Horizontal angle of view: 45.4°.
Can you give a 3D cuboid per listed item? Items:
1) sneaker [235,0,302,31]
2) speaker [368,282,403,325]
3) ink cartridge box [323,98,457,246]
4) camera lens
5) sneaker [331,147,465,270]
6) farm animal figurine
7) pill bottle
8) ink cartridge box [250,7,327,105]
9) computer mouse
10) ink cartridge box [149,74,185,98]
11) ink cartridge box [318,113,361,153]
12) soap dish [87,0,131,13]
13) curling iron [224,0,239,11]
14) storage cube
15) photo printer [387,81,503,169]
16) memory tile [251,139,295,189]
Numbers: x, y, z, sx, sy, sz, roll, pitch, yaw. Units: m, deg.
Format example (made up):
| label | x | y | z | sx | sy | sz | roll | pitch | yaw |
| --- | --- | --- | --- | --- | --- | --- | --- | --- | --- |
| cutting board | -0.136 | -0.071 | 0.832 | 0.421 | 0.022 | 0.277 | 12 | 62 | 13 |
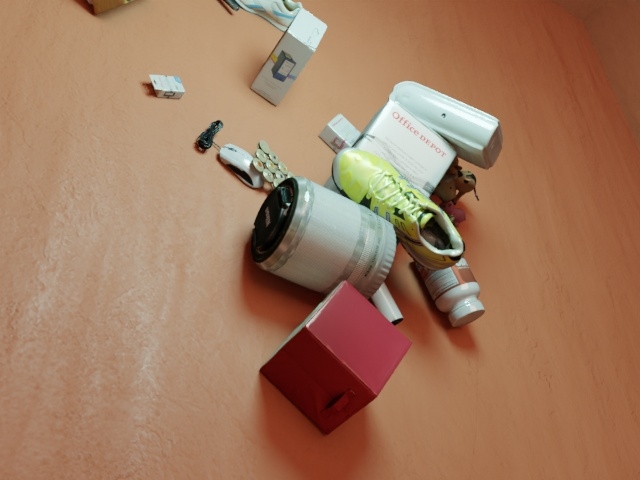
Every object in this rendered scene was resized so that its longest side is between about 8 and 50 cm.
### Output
| label | x | y | z | sx | sy | sz | roll | pitch | yaw |
| --- | --- | --- | --- | --- | --- | --- | --- | --- | --- |
| sneaker | -0.162 | -0.716 | 2.272 | 0.228 | 0.092 | 0.088 | 23 | 45 | -22 |
| speaker | 0.144 | 0.141 | 1.818 | 0.055 | 0.055 | 0.136 | -7 | 62 | -44 |
| ink cartridge box | 0.163 | -0.159 | 1.927 | 0.223 | 0.129 | 0.308 | 37 | 74 | -8 |
| camera lens | 0.000 | 0.000 | 1.688 | 0.274 | 0.219 | 0.220 | 24 | 43 | -23 |
| sneaker | 0.194 | -0.086 | 1.780 | 0.384 | 0.147 | 0.145 | 39 | 76 | -8 |
| farm animal figurine | 0.308 | -0.168 | 2.136 | 0.326 | 0.172 | 0.330 | 42 | 39 | -3 |
| pill bottle | 0.332 | 0.106 | 1.959 | 0.121 | 0.121 | 0.216 | -2 | 58 | -41 |
| ink cartridge box | -0.084 | -0.492 | 2.048 | 0.093 | 0.212 | 0.154 | 33 | 41 | -13 |
| computer mouse | -0.202 | -0.204 | 1.831 | 0.193 | 0.042 | 0.106 | 40 | 38 | -5 |
| ink cartridge box | -0.373 | -0.369 | 1.837 | 0.083 | 0.028 | 0.048 | -4 | 59 | -43 |
| ink cartridge box | 0.067 | -0.281 | 2.122 | 0.122 | 0.052 | 0.088 | 45 | 39 | -2 |
| soap dish | -0.482 | -0.723 | 1.858 | 0.118 | 0.291 | 0.229 | 11 | 34 | 21 |
| curling iron | -0.336 | -0.752 | 2.199 | 0.274 | 0.035 | 0.068 | 45 | 43 | 1 |
| storage cube | 0.032 | 0.233 | 1.542 | 0.193 | 0.184 | 0.215 | 43 | 40 | 1 |
| photo printer | 0.324 | -0.309 | 2.026 | 0.307 | 0.107 | 0.256 | 28 | 1 | 18 |
| memory tile | -0.110 | -0.167 | 1.864 | 0.148 | 0.012 | 0.113 | 46 | 32 | -26 |
